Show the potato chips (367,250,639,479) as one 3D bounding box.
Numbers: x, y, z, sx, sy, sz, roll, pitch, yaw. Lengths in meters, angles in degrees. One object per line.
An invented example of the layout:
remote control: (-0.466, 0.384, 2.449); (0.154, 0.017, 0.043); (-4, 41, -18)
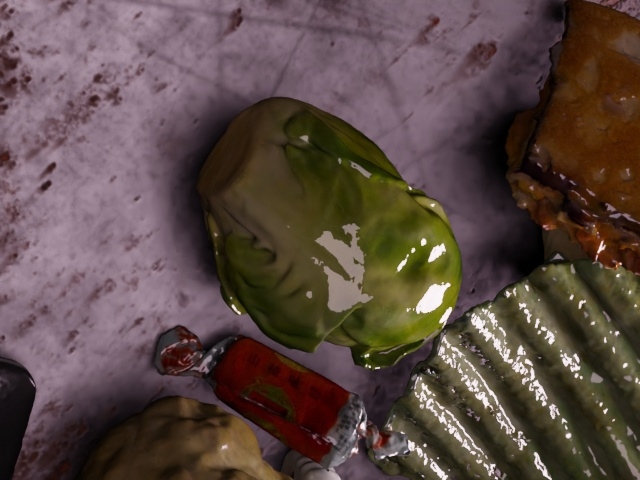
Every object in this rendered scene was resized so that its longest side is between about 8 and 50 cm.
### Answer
potato chips: (0.268, 0.195, 1.925); (0.389, 0.097, 0.373); (28, 108, -15)

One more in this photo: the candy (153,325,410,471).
candy: (-0.039, 0.168, 1.869); (0.292, 0.059, 0.086); (28, 61, 2)

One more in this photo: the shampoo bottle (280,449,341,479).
shampoo bottle: (-0.003, 0.273, 1.877); (0.045, 0.152, 0.077); (9, 97, -20)

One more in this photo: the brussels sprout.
brussels sprout: (0.002, -0.001, 1.783); (0.294, 0.259, 0.227); (43, 83, -21)

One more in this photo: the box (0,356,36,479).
box: (-0.406, 0.202, 1.780); (0.212, 0.042, 0.201); (12, 103, -22)

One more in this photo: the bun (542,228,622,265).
bun: (0.356, 0.015, 1.977); (0.237, 0.116, 0.210); (36, 85, -17)

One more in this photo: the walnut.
walnut: (-0.137, 0.313, 1.775); (0.282, 0.277, 0.253); (42, 105, -15)

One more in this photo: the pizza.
pizza: (0.333, -0.082, 1.873); (0.277, 0.114, 0.409); (-24, 67, -18)
